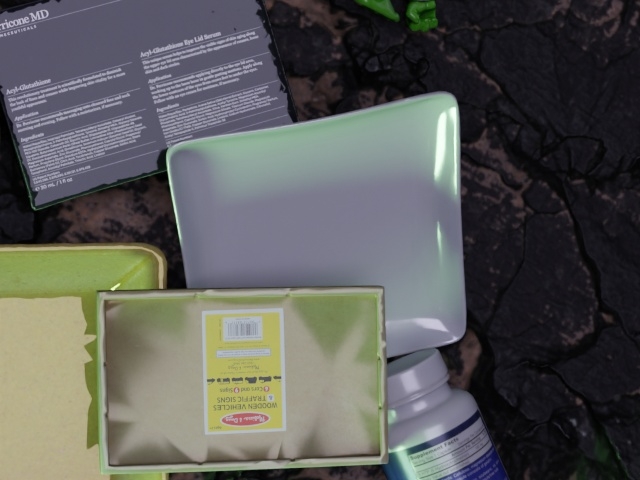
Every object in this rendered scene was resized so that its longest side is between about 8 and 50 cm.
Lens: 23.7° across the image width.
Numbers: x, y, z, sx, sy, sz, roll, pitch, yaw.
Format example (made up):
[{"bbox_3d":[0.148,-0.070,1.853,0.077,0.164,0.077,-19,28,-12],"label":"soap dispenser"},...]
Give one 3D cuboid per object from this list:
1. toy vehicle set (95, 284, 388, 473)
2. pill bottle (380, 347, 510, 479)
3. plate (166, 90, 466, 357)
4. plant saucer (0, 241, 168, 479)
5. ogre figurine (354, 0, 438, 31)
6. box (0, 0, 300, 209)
[{"bbox_3d":[-0.071,0.126,1.401,0.266,0.035,0.166,0,90,-10],"label":"toy vehicle set"},{"bbox_3d":[0.113,0.206,1.483,0.112,0.112,0.187,-24,94,-11],"label":"pill bottle"},{"bbox_3d":[0.000,0.000,1.451,0.278,0.045,0.277,-12,120,-11],"label":"plate"},{"bbox_3d":[-0.310,0.170,1.412,0.332,0.081,0.333,-1,89,-13],"label":"plant saucer"},{"bbox_3d":[0.043,-0.291,1.485,0.197,0.097,0.118,25,96,1],"label":"ogre figurine"},{"bbox_3d":[-0.172,-0.152,1.435,0.261,0.103,0.184,-17,96,-11],"label":"box"}]
